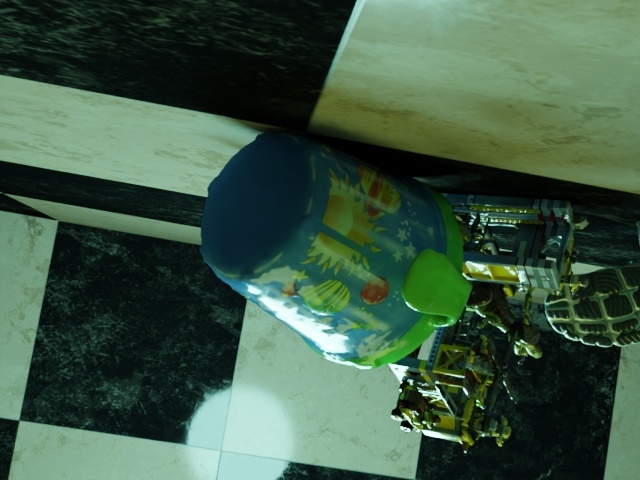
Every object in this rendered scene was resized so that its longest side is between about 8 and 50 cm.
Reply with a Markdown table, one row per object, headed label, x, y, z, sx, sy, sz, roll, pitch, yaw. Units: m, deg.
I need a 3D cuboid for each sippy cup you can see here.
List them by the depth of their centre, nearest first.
| label | x | y | z | sx | sy | sz | roll | pitch | yaw |
| --- | --- | --- | --- | --- | --- | --- | --- | --- | --- |
| sippy cup | 0.000 | 0.000 | 0.891 | 0.305 | 0.240 | 0.224 | -21 | 147 | 32 |

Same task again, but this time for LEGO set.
| label | x | y | z | sx | sy | sz | roll | pitch | yaw |
| --- | --- | --- | --- | --- | --- | --- | --- | --- | --- |
| LEGO set | 0.231 | 0.100 | 1.011 | 0.192 | 0.331 | 0.255 | 5 | 141 | 30 |

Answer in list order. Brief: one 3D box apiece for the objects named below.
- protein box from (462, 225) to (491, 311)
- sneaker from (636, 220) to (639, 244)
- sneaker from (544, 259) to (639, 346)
| label | x | y | z | sx | sy | sz | roll | pitch | yaw |
| --- | --- | --- | --- | --- | --- | --- | --- | --- | --- |
| protein box | 0.114 | 0.016 | 1.191 | 0.199 | 0.136 | 0.201 | 5 | 173 | 31 |
| sneaker | 0.412 | -0.009 | 1.015 | 0.035 | 0.031 | 0.083 | -9 | 170 | 29 |
| sneaker | 0.434 | 0.070 | 1.113 | 0.275 | 0.107 | 0.110 | -13 | -174 | -2 |
